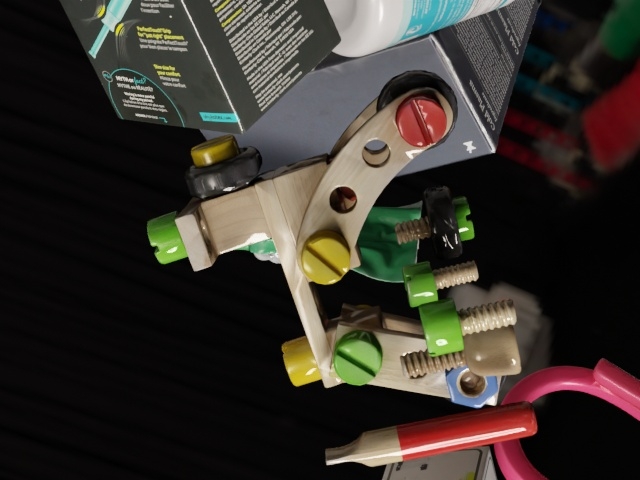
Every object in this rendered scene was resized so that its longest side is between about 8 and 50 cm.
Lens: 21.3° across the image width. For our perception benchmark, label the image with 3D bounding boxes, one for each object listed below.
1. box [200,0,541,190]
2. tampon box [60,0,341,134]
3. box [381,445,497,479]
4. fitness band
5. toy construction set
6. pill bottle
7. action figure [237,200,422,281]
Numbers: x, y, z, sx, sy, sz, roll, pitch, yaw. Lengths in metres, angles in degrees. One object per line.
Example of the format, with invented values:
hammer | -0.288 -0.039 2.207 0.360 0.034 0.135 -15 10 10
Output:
box | 0.060 -0.230 2.087 0.343 0.179 0.312 -14 -144 29
tampon box | -0.085 -0.162 1.033 0.120 0.161 0.101 12 -133 43
box | 0.113 0.330 1.354 0.169 0.087 0.290 -63 141 -61
fitness band | 0.351 0.267 2.084 0.209 0.291 0.054 -49 161 -24
toy construction set | 0.007 0.042 1.209 0.309 0.237 0.257 -101 178 -54
pill bottle | 0.109 -0.281 1.667 0.146 0.264 0.146 34 -45 41
action figure | 0.000 0.000 2.007 0.137 0.232 0.063 -78 171 -49
